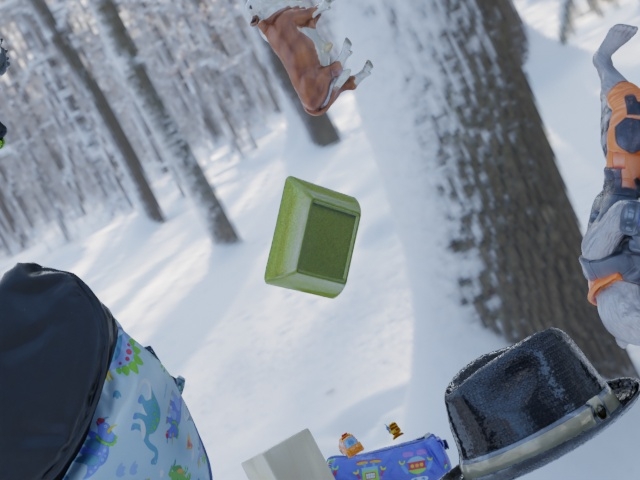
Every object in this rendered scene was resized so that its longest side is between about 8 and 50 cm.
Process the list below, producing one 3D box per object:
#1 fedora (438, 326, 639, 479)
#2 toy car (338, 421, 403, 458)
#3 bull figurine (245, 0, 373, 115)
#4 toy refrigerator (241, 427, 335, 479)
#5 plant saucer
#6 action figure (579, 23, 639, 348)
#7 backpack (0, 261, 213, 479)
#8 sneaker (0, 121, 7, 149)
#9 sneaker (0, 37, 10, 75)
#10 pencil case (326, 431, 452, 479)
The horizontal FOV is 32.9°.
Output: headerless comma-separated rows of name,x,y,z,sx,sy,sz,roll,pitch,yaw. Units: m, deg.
fedora,0.285,0.226,1.545,0.334,0.152,0.334,-27,-6,-3
toy car,0.085,0.352,1.965,0.122,0.040,0.060,-26,11,2
bull figurine,-0.030,-0.418,2.263,0.188,0.310,0.101,-30,-6,24
toy refrigerator,-0.016,0.460,1.792,0.102,0.269,0.094,-24,-8,-37
plant saucer,0.000,0.000,1.874,0.045,0.188,0.188,9,-5,44
action figure,0.386,-0.027,1.223,0.178,0.341,0.330,-5,63,45
backpack,-0.262,0.244,1.175,0.355,0.273,0.290,99,-173,-54
sneaker,-0.561,-0.244,1.716,0.097,0.235,0.084,-10,-14,-46
sneaker,-0.525,-0.309,1.476,0.106,0.234,0.078,-40,17,-20
pencil case,0.149,0.520,2.437,0.306,0.133,0.119,-13,-2,0
